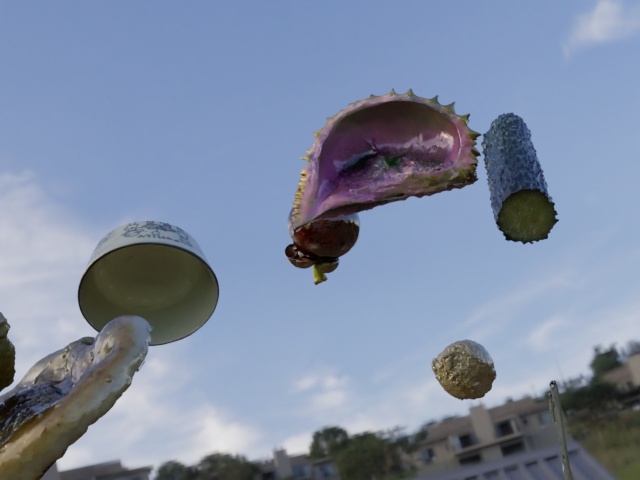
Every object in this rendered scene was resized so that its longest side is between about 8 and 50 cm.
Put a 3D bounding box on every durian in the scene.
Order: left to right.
[{"bbox_3d":[0.085,-0.116,1.344,0.260,0.187,0.154,-1,8,-4],"label":"durian"}]

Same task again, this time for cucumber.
[{"bbox_3d":[0.307,-0.116,1.557,0.096,0.359,0.096,1,-62,2],"label":"cucumber"}]

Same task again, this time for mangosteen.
[{"bbox_3d":[-0.002,-0.011,1.949,0.155,0.146,0.181,-3,-42,-19],"label":"mangosteen"}]

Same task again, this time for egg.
[{"bbox_3d":[0.277,0.250,1.874,0.118,0.116,0.140,-19,-44,-1],"label":"egg"}]

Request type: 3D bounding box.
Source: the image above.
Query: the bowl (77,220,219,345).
[{"bbox_3d":[-0.297,0.060,1.675,0.237,0.126,0.238,-6,-51,-8],"label":"bowl"}]

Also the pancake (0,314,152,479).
[{"bbox_3d":[-0.375,0.220,1.292,0.386,0.082,0.387,-31,14,9],"label":"pancake"}]

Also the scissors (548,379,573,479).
[{"bbox_3d":[0.320,0.318,1.255,0.022,0.300,0.109,-9,15,14],"label":"scissors"}]

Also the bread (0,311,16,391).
[{"bbox_3d":[-0.494,0.128,1.180,0.204,0.262,0.162,-38,27,-29],"label":"bread"}]
